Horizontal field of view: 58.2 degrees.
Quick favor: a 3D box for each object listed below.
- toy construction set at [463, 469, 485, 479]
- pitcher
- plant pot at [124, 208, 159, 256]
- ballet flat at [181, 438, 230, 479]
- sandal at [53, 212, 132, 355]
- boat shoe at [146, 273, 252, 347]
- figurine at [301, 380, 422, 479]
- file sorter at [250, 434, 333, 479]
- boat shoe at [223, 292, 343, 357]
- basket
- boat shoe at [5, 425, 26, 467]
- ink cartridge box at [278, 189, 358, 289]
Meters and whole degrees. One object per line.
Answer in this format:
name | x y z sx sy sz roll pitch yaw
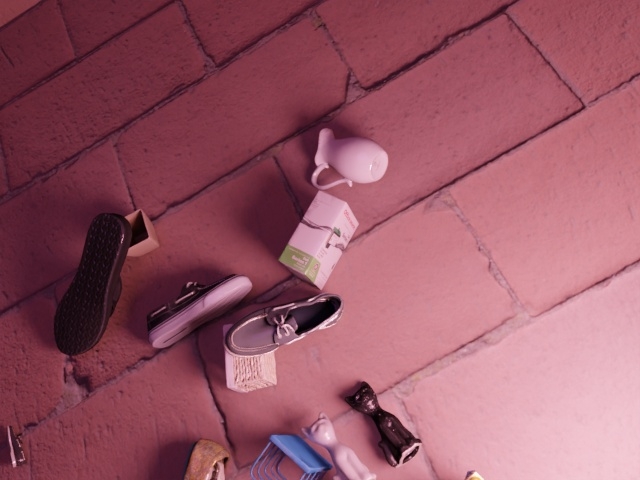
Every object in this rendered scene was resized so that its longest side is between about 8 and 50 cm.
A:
toy construction set | 0.218 0.621 1.217 0.328 0.151 0.214 -20 89 18
pitcher | 0.074 -0.211 1.619 0.207 0.126 0.177 23 98 35
plant pot | -0.549 -0.011 1.740 0.109 0.096 0.108 -28 64 7
ballet flat | -0.304 0.664 1.389 0.123 0.123 0.348 9 70 21
sandal | -0.640 0.137 1.679 0.168 0.107 0.445 27 98 20
boat shoe | -0.351 0.169 1.591 0.335 0.121 0.119 -31 68 6
figurine | 0.087 0.457 1.339 0.215 0.092 0.209 -29 53 -19
file sorter | -0.068 0.530 1.334 0.118 0.170 0.104 33 85 26
boat shoe | -0.086 0.201 1.433 0.320 0.099 0.116 -15 72 -21
basket | -0.181 0.300 1.492 0.103 0.113 0.167 -13 66 10
boat shoe | -0.870 0.584 1.641 0.125 0.038 0.046 56 134 32
ink cartridge box | 0.000 0.000 1.525 0.093 0.160 0.219 26 80 23
